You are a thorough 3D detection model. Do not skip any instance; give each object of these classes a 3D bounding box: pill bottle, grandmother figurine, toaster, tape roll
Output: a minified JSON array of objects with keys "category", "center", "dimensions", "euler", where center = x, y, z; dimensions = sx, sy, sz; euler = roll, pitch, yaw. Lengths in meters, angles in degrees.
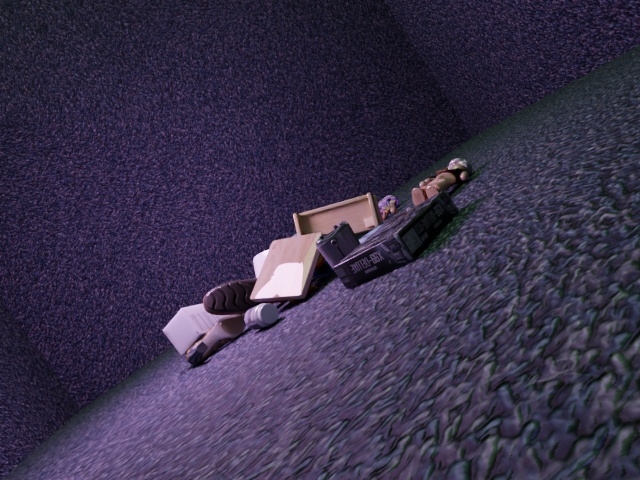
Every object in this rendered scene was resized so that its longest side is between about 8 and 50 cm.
[{"category":"pill bottle","center":[-0.195,0.252,1.479],"dimensions":[0.078,0.078,0.137],"euler":[-36,4,-33]},{"category":"grandmother figurine","center":[0.476,-0.225,1.695],"dimensions":[0.207,0.104,0.342],"euler":[8,31,43]},{"category":"toaster","center":[0.072,0.027,1.491],"dimensions":[0.129,0.147,0.227],"euler":[-33,4,6]},{"category":"tape roll","center":[-0.140,0.105,1.897],"dimensions":[0.285,0.100,0.286],"euler":[-12,-17,-4]}]

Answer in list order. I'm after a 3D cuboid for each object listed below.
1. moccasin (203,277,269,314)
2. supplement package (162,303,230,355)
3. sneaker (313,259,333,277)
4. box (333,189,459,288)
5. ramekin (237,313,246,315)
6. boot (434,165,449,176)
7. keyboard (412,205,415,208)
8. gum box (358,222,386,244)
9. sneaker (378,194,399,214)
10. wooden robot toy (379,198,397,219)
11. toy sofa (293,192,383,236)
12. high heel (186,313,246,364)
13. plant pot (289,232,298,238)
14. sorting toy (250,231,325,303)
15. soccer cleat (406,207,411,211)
[{"category":"moccasin","center":[-0.275,0.213,1.754],"dimensions":[0.379,0.139,0.147],"euler":[-18,-15,-31]},{"category":"supplement package","center":[-0.488,0.349,1.809],"dimensions":[0.139,0.134,0.244],"euler":[-47,-15,14]},{"category":"sneaker","center":[0.046,0.081,1.734],"dimensions":[0.240,0.091,0.126],"euler":[-35,21,-18]},{"category":"box","center":[0.207,-0.005,1.207],"dimensions":[0.242,0.077,0.307],"euler":[-32,4,44]},{"category":"ramekin","center":[-0.479,0.364,2.104],"dimensions":[0.303,0.148,0.303],"euler":[-34,3,2]},{"category":"boot","center":[0.588,-0.310,1.995],"dimensions":[0.152,0.073,0.197],"euler":[-31,5,-9]},{"category":"keyboard","center":[0.461,-0.178,1.851],"dimensions":[0.256,0.014,0.072],"euler":[-36,8,-17]},{"category":"gum box","center":[0.187,0.000,1.677],"dimensions":[0.184,0.041,0.157],"euler":[-34,3,-15]},{"category":"sneaker","center":[0.330,-0.169,2.400],"dimensions":[0.236,0.095,0.104],"euler":[-34,10,-12]},{"category":"wooden robot toy","center":[0.352,-0.146,2.218],"dimensions":[0.078,0.076,0.173],"euler":[12,32,32]},{"category":"toy sofa","center":[0.080,-0.081,1.914],"dimensions":[0.362,0.150,0.177],"euler":[-15,-7,14]},{"category":"high heel","center":[-0.399,0.377,1.721],"dimensions":[0.261,0.093,0.186],"euler":[-32,-9,-40]},{"category":"plant pot","center":[0.000,0.000,2.226],"dimensions":[0.290,0.196,0.290],"euler":[-34,3,2]},{"category":"sorting toy","center":[-0.101,0.115,1.620],"dimensions":[0.255,0.089,0.257],"euler":[-10,50,39]},{"category":"soccer cleat","center":[0.353,-0.114,1.740],"dimensions":[0.029,0.036,0.083],"euler":[-33,3,20]}]
